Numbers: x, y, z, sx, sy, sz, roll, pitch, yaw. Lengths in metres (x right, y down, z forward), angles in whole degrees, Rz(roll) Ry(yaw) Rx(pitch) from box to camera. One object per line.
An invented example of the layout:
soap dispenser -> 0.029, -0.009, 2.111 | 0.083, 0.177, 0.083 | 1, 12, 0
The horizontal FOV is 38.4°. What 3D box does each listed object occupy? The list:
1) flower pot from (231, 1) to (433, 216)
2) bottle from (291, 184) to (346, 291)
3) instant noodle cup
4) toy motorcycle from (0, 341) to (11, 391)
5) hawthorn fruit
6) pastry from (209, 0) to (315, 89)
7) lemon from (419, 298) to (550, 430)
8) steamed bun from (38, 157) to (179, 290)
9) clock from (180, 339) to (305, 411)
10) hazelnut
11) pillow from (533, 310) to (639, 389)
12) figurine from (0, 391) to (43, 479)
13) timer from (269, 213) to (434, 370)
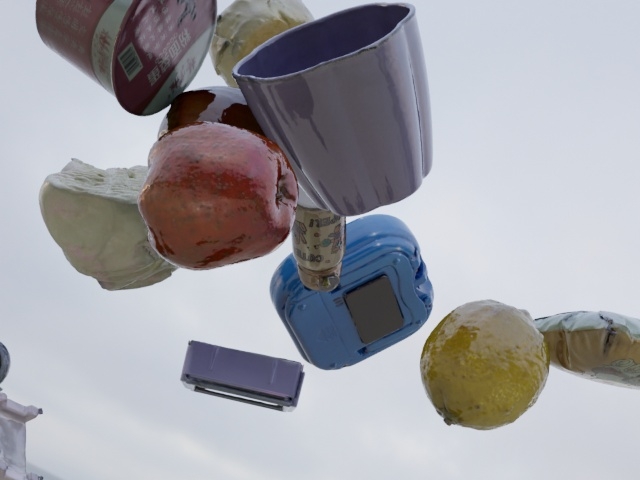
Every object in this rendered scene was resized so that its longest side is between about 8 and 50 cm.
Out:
flower pot -> 0.041, -0.176, 1.295 | 0.265, 0.265, 0.243 | 4, -56, 46
bottle -> 0.000, 0.000, 1.596 | 0.110, 0.097, 0.209 | -120, -160, -45
instant noodle cup -> -0.286, -0.323, 1.342 | 0.178, 0.235, 0.235 | 30, -18, 19
toy motorcycle -> -0.617, 0.287, 1.476 | 0.296, 0.198, 0.109 | -20, -19, 8
hawthorn fruit -> -0.118, -0.050, 1.076 | 0.189, 0.189, 0.189 | 23, -20, 9
pastry -> -0.119, -0.429, 2.012 | 0.133, 0.264, 0.265 | 57, 0, 36
lemon -> 0.254, 0.195, 1.432 | 0.192, 0.231, 0.192 | 35, -22, 16
steamed bun -> -0.349, -0.025, 1.672 | 0.319, 0.206, 0.275 | 1, 19, -23
clock -> -0.126, 0.224, 1.509 | 0.193, 0.073, 0.145 | 13, -15, -1
hazelnut -> -0.141, -0.135, 1.400 | 0.208, 0.208, 0.208 | 23, -20, 9
pillow -> 0.530, 0.198, 1.642 | 0.310, 0.119, 0.312 | 16, -11, -22
figurine -> -0.484, 0.319, 1.206 | 0.144, 0.256, 0.182 | 19, 36, -57
timer -> 0.071, 0.113, 1.844 | 0.115, 0.309, 0.340 | 60, -4, 43
